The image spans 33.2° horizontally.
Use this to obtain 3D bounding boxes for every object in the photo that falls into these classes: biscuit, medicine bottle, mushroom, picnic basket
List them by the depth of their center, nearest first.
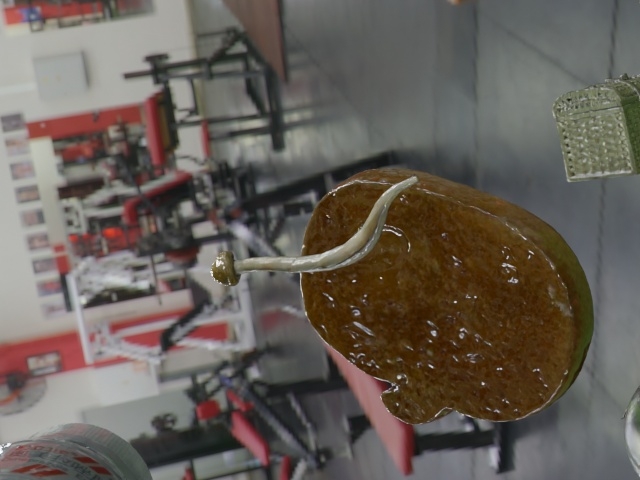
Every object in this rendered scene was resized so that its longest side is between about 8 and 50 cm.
[{"bbox_3d":[0.000,0.003,1.145,0.306,0.068,0.043,-20,59,38],"label":"mushroom"},{"bbox_3d":[-0.313,0.341,1.200,0.306,0.245,0.245,-66,-33,-83],"label":"medicine bottle"},{"bbox_3d":[0.137,0.079,1.255,0.367,0.063,0.314,20,121,29],"label":"biscuit"},{"bbox_3d":[0.490,-0.191,1.731,0.134,0.196,0.154,-3,101,50],"label":"picnic basket"}]

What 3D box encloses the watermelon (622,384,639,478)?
[{"bbox_3d":[0.587,0.290,1.609,0.269,0.269,0.268,169,90,-78],"label":"watermelon"}]
